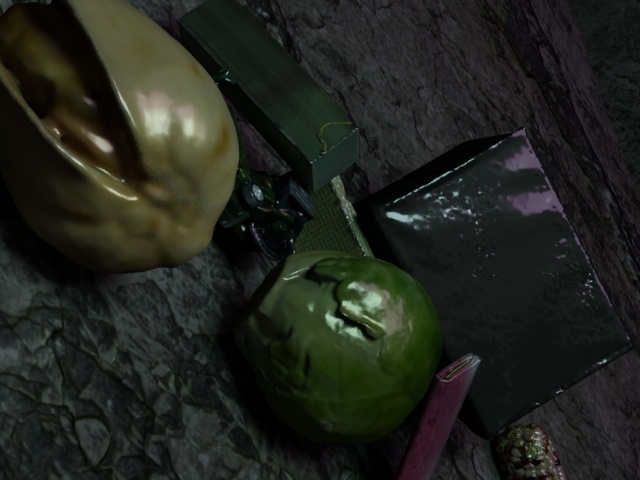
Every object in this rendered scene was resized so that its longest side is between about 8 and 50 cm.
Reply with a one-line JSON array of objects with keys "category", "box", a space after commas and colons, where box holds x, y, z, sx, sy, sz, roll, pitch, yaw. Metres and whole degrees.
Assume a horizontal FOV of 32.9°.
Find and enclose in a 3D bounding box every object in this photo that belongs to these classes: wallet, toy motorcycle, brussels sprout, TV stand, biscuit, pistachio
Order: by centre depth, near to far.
[{"category": "pistachio", "box": [-0.216, -0.115, 1.069, 0.321, 0.229, 0.238, 55, -8, -3]}, {"category": "brussels sprout", "box": [0.026, 0.119, 1.266, 0.244, 0.244, 0.244, 38, 38, -38]}, {"category": "toy motorcycle", "box": [-0.114, -0.095, 1.309, 0.274, 0.125, 0.187, 49, 26, -34]}, {"category": "wallet", "box": [0.133, 0.256, 1.354, 0.025, 0.232, 0.119, 27, 20, 22]}, {"category": "TV stand", "box": [-0.065, -0.190, 1.371, 0.269, 0.083, 0.088, 49, -15, 18]}, {"category": "biscuit", "box": [0.000, 0.000, 1.409, 0.040, 0.121, 0.199, -10, 75, -60]}]

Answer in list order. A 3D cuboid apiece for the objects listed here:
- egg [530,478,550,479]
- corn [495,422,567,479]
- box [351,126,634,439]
[{"category": "egg", "box": [0.328, 0.436, 1.566, 0.141, 0.141, 0.181, -13, 84, -60]}, {"category": "corn", "box": [0.349, 0.414, 1.679, 0.092, 0.092, 0.280, -14, 84, -60]}, {"category": "box", "box": [0.215, 0.052, 1.497, 0.345, 0.251, 0.204, 63, -13, -8]}]
